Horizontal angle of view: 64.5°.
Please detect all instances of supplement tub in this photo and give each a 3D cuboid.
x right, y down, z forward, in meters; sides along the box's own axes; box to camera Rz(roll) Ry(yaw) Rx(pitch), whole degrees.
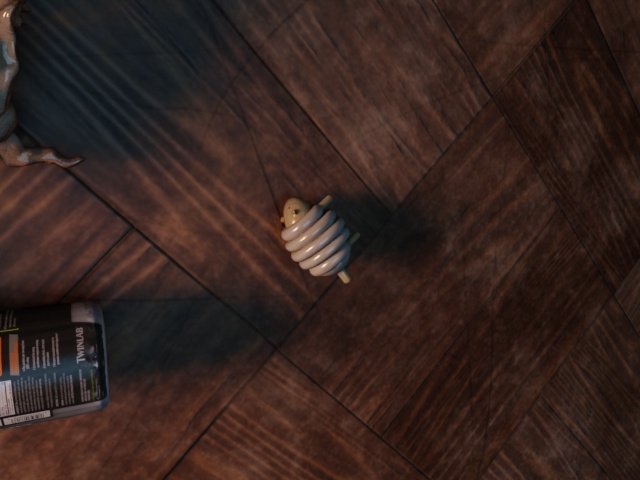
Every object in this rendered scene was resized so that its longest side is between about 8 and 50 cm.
[{"bbox_3d":[-0.313,0.126,0.497,0.190,0.117,0.117,-4,102,-25],"label":"supplement tub"}]

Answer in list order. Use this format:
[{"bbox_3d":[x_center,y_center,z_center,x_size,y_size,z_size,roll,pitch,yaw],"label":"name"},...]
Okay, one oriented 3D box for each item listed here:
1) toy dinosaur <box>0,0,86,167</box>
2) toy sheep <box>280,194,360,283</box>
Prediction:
[{"bbox_3d":[-0.351,-0.122,0.434,0.296,0.127,0.200,-26,103,-7],"label":"toy dinosaur"},{"bbox_3d":[0.000,0.000,0.646,0.091,0.091,0.132,-42,96,-14],"label":"toy sheep"}]
